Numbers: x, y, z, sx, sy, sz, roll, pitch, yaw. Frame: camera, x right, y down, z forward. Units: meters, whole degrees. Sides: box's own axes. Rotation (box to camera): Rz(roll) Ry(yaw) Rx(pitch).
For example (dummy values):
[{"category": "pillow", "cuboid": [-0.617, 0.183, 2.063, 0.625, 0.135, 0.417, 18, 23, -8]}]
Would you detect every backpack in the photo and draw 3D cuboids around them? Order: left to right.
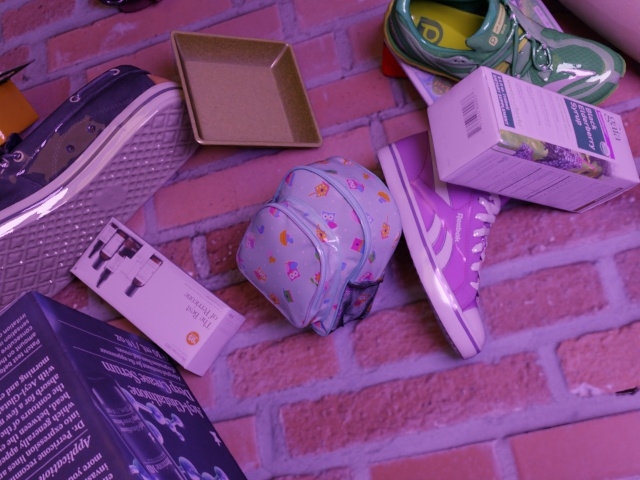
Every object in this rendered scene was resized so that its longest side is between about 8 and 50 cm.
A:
[{"category": "backpack", "cuboid": [0.000, 0.000, 0.940, 0.166, 0.144, 0.188, 44, 121, 27]}]

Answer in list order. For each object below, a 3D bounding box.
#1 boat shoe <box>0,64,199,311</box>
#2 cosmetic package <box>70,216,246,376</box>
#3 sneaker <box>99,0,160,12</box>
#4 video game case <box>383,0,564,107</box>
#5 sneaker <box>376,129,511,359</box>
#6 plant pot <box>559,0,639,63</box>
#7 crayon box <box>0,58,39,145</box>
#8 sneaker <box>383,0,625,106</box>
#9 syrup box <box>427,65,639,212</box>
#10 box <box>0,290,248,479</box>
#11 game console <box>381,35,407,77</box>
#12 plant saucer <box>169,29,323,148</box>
[{"category": "boat shoe", "cuboid": [-0.385, -0.059, 1.109, 0.500, 0.187, 0.156, -45, 62, -8]}, {"category": "cosmetic package", "cuboid": [-0.223, 0.072, 1.071, 0.239, 0.060, 0.099, 33, 84, 25]}, {"category": "sneaker", "cuboid": [-0.338, -0.468, 1.283, 0.281, 0.106, 0.163, 31, 86, 24]}, {"category": "video game case", "cuboid": [0.218, -0.226, 1.018, 0.193, 0.023, 0.212, -33, 85, 4]}, {"category": "sneaker", "cuboid": [0.180, -0.011, 0.940, 0.160, 0.102, 0.282, -18, 75, 6]}, {"category": "plant pot", "cuboid": [0.403, -0.324, 0.931, 0.256, 0.256, 0.274, -33, 80, 4]}, {"category": "crayon box", "cuboid": [-0.553, -0.140, 1.180, 0.322, 0.203, 0.083, -33, 108, 5]}, {"category": "sneaker", "cuboid": [0.214, -0.226, 0.944, 0.295, 0.123, 0.110, 17, 89, 7]}, {"category": "syrup box", "cuboid": [0.241, -0.106, 0.887, 0.096, 0.236, 0.093, -34, 55, 49]}, {"category": "box", "cuboid": [-0.226, 0.294, 0.862, 0.212, 0.293, 0.395, -39, 64, 2]}, {"category": "game console", "cuboid": [0.168, -0.286, 1.100, 0.143, 0.085, 0.124, 9, 105, 21]}, {"category": "plant saucer", "cuboid": [-0.108, -0.197, 1.097, 0.188, 0.045, 0.188, -3, 62, -29]}]
